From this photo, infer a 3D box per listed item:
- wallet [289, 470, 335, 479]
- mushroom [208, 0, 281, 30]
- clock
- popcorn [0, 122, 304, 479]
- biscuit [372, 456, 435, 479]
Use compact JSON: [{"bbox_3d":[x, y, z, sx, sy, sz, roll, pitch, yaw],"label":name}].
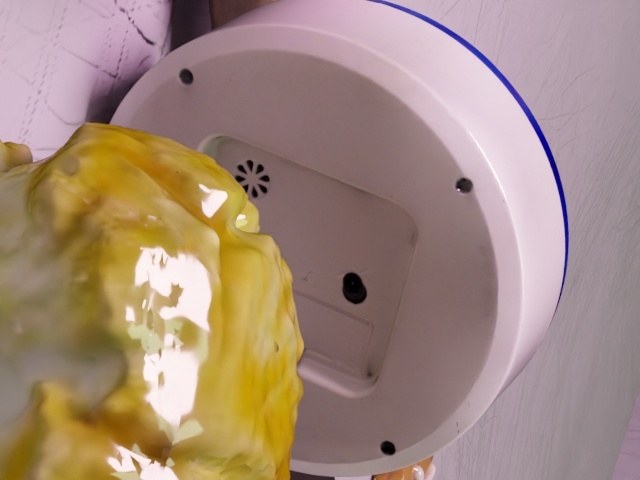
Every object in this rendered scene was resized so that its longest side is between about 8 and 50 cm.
[{"bbox_3d":[-0.039,0.231,1.061,0.377,0.051,0.197,80,32,-45],"label":"wallet"},{"bbox_3d":[-0.018,-0.177,0.784,0.096,0.108,0.247,-7,110,-33],"label":"mushroom"},{"bbox_3d":[0.000,0.000,0.743,0.083,0.230,0.230,-38,138,-55],"label":"clock"},{"bbox_3d":[-0.098,0.066,0.597,0.204,0.183,0.221,82,26,-59],"label":"popcorn"},{"bbox_3d":[0.064,0.287,1.393,0.216,0.047,0.340,32,73,-71],"label":"biscuit"}]
